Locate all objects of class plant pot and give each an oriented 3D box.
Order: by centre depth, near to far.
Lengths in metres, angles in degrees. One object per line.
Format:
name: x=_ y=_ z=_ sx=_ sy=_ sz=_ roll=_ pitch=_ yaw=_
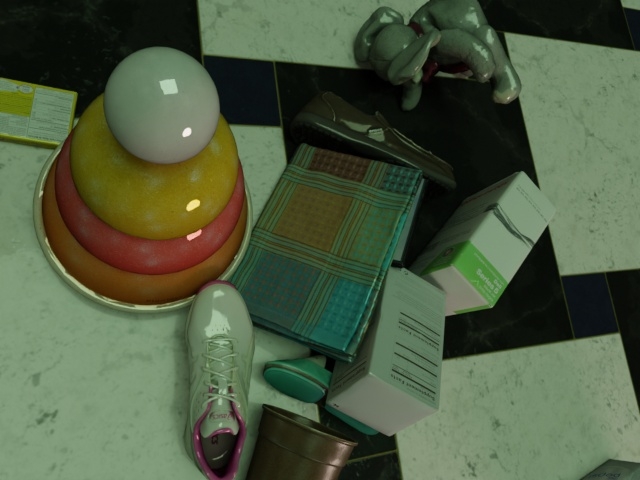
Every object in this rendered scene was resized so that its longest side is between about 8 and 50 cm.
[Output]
plant pot: x=-0.045 y=0.371 z=0.838 sx=0.166 sy=0.167 sz=0.165 roll=25 pitch=76 yaw=-14

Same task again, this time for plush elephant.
plush elephant: x=0.224 y=-0.396 z=1.115 sx=0.330 sy=0.255 sz=0.272 roll=49 pitch=15 yaw=-38

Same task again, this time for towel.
towel: x=0.000 y=0.000 z=0.935 sx=0.271 sy=0.040 sz=0.370 roll=16 pitch=69 yaw=21

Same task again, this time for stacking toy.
stacking toy: x=-0.212 y=-0.099 z=0.710 sx=0.350 sy=0.480 sz=0.351 roll=6 pitch=74 yaw=-21

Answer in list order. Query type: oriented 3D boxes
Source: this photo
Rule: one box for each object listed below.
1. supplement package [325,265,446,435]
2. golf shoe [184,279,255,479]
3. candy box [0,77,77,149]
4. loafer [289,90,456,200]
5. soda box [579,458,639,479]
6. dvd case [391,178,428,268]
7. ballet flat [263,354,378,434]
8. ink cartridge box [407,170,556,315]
supplement package: x=0.120 y=0.183 z=0.916 sx=0.133 sy=0.139 sz=0.244 roll=30 pitch=44 yaw=-12
golf shoe: x=-0.148 y=0.216 z=0.804 sx=0.115 sy=0.140 sz=0.307 roll=-1 pitch=94 yaw=-17
candy box: x=-0.518 y=-0.215 z=0.868 sx=0.205 sy=0.027 sz=0.105 roll=7 pitch=76 yaw=-20
loafer: x=0.124 y=-0.199 z=1.066 sx=0.365 sy=0.134 sz=0.130 roll=25 pitch=68 yaw=-14
soda box: x=0.554 y=0.551 z=1.063 sx=0.286 sy=0.091 sz=0.098 roll=-16 pitch=82 yaw=-25
dvd case: x=0.057 y=-0.056 z=0.986 sx=0.252 sy=0.022 sz=0.181 roll=12 pitch=67 yaw=18
ballet flat: x=0.011 y=0.256 z=0.938 sx=0.247 sy=0.083 sz=0.087 roll=31 pitch=42 yaw=-12
ink cartridge box: x=0.310 y=0.013 z=1.049 sx=0.115 sy=0.198 sz=0.273 roll=46 pitch=65 yaw=-5
